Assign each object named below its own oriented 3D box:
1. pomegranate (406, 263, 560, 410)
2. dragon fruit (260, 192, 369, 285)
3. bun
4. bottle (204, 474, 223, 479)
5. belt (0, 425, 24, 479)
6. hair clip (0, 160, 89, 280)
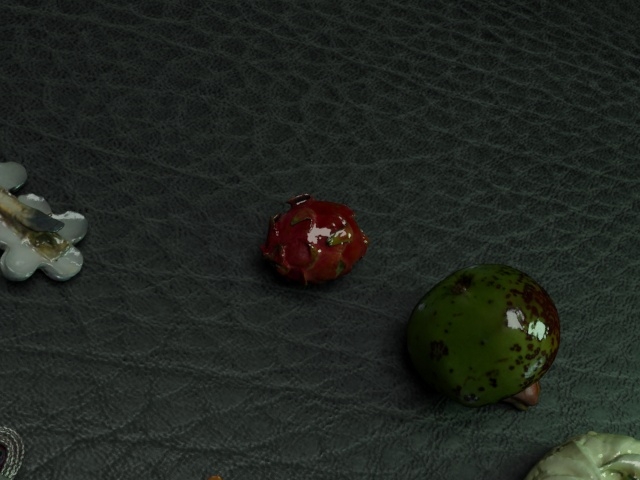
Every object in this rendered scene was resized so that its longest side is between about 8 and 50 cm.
[{"bbox_3d":[0.247,0.154,1.335,0.248,0.214,0.214,52,52,-25],"label":"pomegranate"},{"bbox_3d":[0.000,0.000,1.361,0.166,0.133,0.136,2,69,-30],"label":"dragon fruit"},{"bbox_3d":[0.393,0.371,1.266,0.259,0.160,0.259,9,60,-17],"label":"bun"},{"bbox_3d":[-0.097,0.375,1.148,0.069,0.069,0.187,-21,68,-28],"label":"bottle"},{"bbox_3d":[-0.394,0.326,1.083,0.071,0.053,0.232,17,57,-10],"label":"belt"},{"bbox_3d":[-0.426,-0.041,1.278,0.257,0.075,0.146,34,54,10],"label":"hair clip"}]
